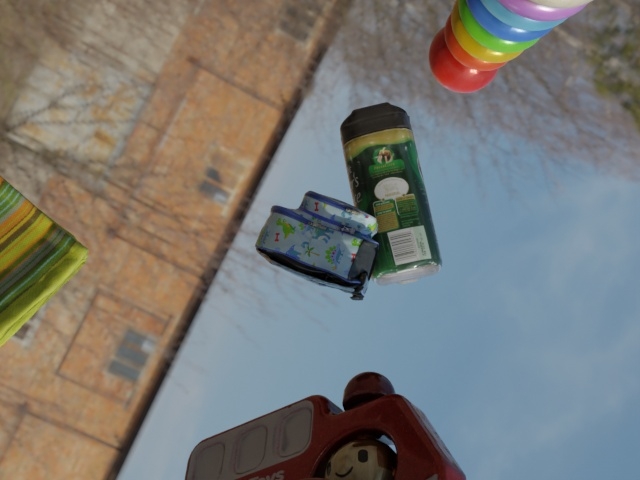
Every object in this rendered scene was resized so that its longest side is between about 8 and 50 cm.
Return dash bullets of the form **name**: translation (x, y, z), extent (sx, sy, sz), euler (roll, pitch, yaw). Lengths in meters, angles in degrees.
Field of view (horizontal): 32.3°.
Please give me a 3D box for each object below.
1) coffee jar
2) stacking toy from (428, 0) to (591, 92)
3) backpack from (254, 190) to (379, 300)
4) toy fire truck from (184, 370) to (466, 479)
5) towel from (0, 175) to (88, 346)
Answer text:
- **coffee jar**: translation (0.073, -0.049, 1.170), extent (0.096, 0.079, 0.184), euler (62, 16, -78)
- **stacking toy**: translation (0.200, -0.260, 1.247), extent (0.141, 0.141, 0.330), euler (-67, -173, -20)
- **backpack**: translation (0.000, 0.000, 1.079), extent (0.105, 0.114, 0.084), euler (67, 42, -80)
- **toy fire truck**: translation (-0.011, 0.238, 0.965), extent (0.302, 0.169, 0.254), euler (-28, -142, 28)
- **towel**: translation (-0.242, -0.037, 0.580), extent (0.102, 0.237, 0.021), euler (-49, 179, -29)
